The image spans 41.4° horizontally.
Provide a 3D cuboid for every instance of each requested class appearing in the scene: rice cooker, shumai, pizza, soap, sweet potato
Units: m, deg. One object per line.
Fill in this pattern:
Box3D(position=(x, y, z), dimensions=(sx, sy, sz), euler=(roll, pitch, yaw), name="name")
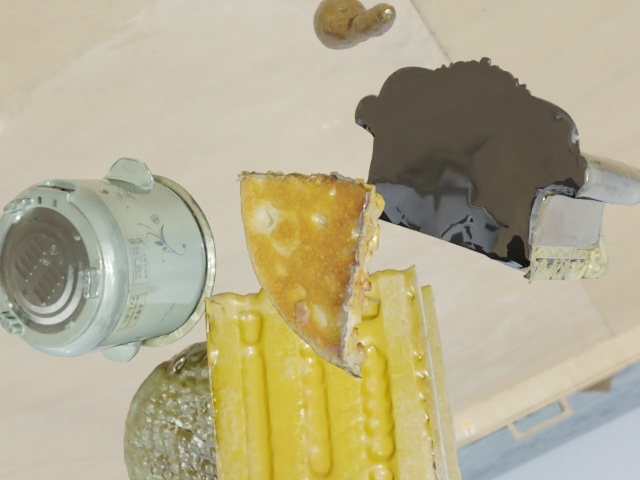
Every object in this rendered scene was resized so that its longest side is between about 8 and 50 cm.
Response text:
Box3D(position=(-0.305, 0.031, 1.231), dimensions=(0.264, 0.317, 0.316), euler=(6, 177, 29), name="rice cooker")
Box3D(position=(-0.122, 0.317, 1.444), dimensions=(0.323, 0.324, 0.397), euler=(-28, 143, -57), name="shumai")
Box3D(position=(0.000, 0.000, 0.597), dimensions=(0.041, 0.178, 0.131), euler=(-5, 136, -47), name="pizza")
Box3D(position=(0.014, 0.214, 1.065), dimensions=(0.293, 0.335, 0.156), euler=(-13, 159, 14), name="soap")
Box3D(position=(0.034, -0.289, 1.128), dimensions=(0.075, 0.075, 0.269), euler=(-23, -159, -10), name="sweet potato")

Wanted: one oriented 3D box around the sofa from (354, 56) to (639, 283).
Box3D(position=(0.183, -0.077, 0.861), dimensions=(0.200, 0.258, 0.182), euler=(5, 105, -52), name="sofa")
